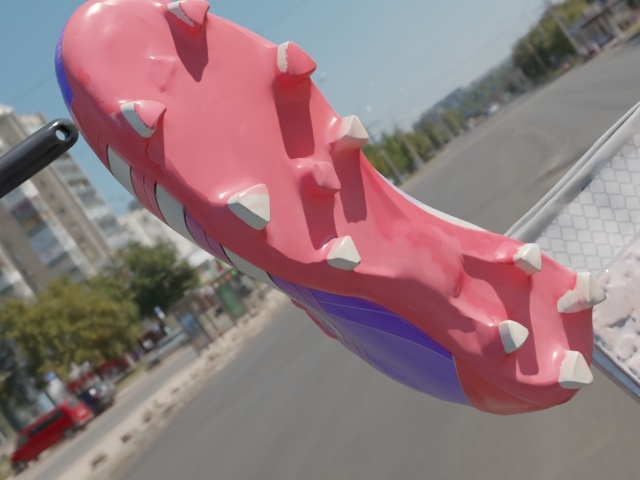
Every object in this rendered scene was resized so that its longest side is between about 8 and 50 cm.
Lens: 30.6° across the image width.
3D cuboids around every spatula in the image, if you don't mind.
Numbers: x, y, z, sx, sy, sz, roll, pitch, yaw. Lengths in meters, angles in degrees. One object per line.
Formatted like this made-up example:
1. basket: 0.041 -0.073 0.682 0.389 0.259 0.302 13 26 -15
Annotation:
1. spatula: -0.309 -0.020 0.967 0.296 0.084 0.030 -45 12 -37

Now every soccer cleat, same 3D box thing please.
1. soccer cleat: 0.000 0.000 0.446 0.095 0.248 0.083 -27 40 51

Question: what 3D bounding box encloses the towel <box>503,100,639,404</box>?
1. towel: 0.385 0.006 1.150 0.332 0.317 0.053 -45 -22 -8
